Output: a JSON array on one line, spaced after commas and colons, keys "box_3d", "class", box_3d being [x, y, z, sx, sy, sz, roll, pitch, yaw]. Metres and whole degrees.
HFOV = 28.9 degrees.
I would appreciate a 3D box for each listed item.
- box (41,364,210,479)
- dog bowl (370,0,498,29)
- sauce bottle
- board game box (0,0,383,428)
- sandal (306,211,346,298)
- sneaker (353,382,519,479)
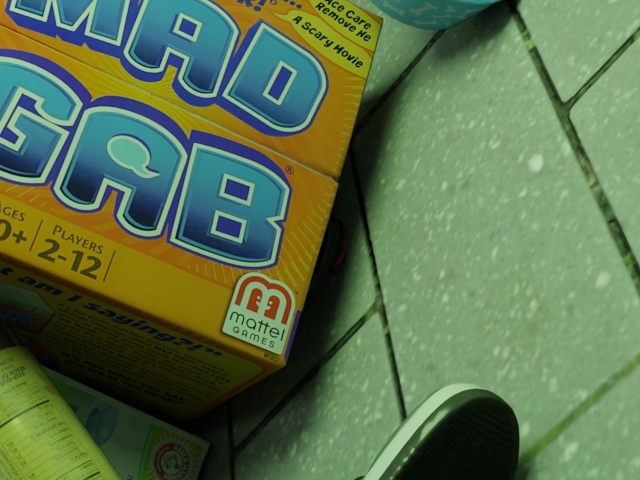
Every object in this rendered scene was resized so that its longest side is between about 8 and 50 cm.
[{"box_3d": [-0.224, 0.205, 1.158, 0.103, 0.203, 0.114, -22, 44, 56], "class": "box"}, {"box_3d": [0.108, -0.316, 1.121, 0.074, 0.165, 0.297, -45, 28, 55], "class": "dog bowl"}, {"box_3d": [-0.205, 0.225, 0.999, 0.111, 0.344, 0.111, -35, -12, -8], "class": "sauce bottle"}, {"box_3d": [-0.208, -0.065, 1.158, 0.356, 0.356, 0.356, -37, 33, 60], "class": "board game box"}, {"box_3d": [0.000, 0.000, 1.145, 0.067, 0.040, 0.179, -48, 19, 19], "class": "sandal"}, {"box_3d": [0.007, 0.201, 0.838, 0.296, 0.123, 0.178, -61, 35, 5], "class": "sneaker"}]
